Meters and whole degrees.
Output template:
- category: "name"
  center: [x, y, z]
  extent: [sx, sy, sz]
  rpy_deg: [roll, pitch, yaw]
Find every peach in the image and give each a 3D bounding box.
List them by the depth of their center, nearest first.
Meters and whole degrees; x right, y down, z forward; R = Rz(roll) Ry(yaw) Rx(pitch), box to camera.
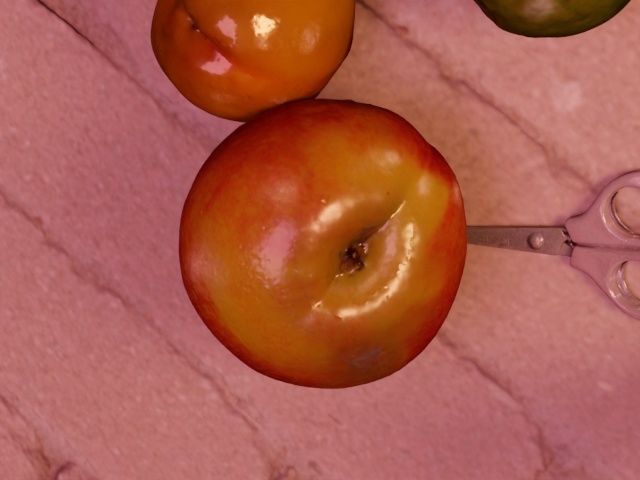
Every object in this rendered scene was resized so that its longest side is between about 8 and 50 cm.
- category: "peach"
  center: [-0.043, -0.142, 1.255]
  extent: [0.138, 0.138, 0.138]
  rpy_deg: [14, 116, 31]
- category: "peach"
  center: [0.000, 0.000, 1.255]
  extent: [0.192, 0.190, 0.190]
  rpy_deg: [-160, 55, -67]

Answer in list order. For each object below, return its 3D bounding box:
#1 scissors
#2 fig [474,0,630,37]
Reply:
- category: "scissors"
  center: [0.152, 0.001, 1.246]
  extent: [0.189, 0.015, 0.100]
  rpy_deg: [5, 109, 37]
- category: "fig"
  center: [0.138, -0.219, 1.075]
  extent: [0.167, 0.167, 0.233]
  rpy_deg: [50, 137, 9]
